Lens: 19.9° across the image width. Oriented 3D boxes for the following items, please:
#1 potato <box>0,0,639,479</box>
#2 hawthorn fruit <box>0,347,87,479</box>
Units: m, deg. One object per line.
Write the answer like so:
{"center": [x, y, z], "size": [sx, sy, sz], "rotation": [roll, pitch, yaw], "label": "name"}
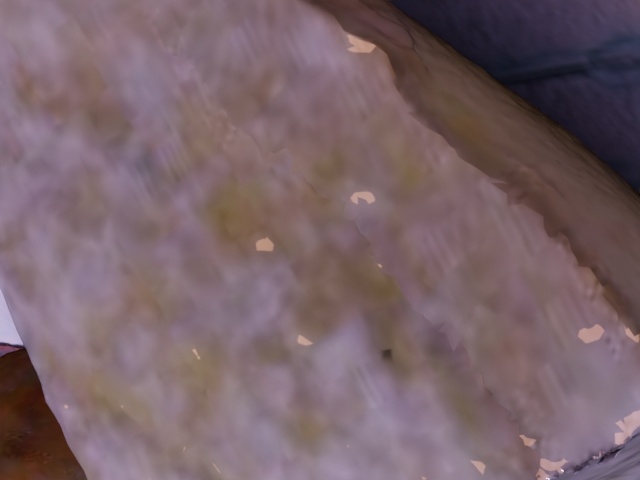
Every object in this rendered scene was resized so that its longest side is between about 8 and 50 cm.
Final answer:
{"center": [0.018, -0.016, 0.587], "size": [0.211, 0.189, 0.264], "rotation": [-39, 75, 32], "label": "potato"}
{"center": [-0.137, 0.182, 1.135], "size": [0.251, 0.199, 0.199], "rotation": [33, 162, -19], "label": "hawthorn fruit"}
